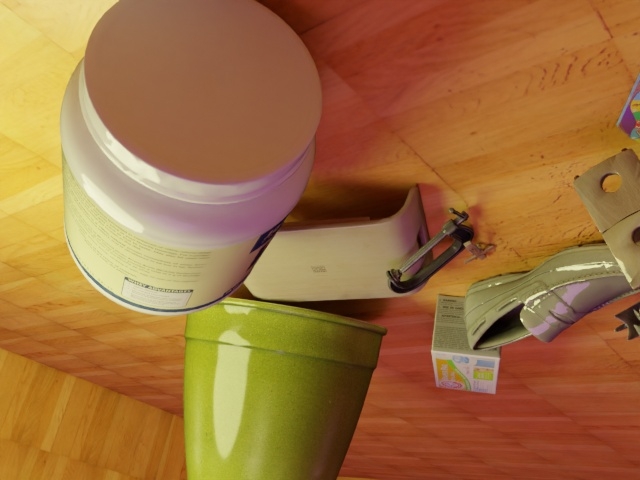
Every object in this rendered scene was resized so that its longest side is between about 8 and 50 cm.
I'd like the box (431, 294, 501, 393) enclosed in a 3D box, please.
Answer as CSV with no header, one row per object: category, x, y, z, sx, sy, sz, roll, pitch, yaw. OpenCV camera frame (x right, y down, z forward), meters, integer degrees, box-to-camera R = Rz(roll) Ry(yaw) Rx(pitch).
box,0.258,0.186,1.187,0.114,0.103,0.203,4,152,15

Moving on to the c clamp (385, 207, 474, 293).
c clamp,0.145,0.017,0.913,0.161,0.022,0.137,-46,151,22

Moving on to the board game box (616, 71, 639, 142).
board game box,0.357,-0.120,0.627,0.133,0.033,0.169,7,153,10

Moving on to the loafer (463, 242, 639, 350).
loafer,0.329,0.090,0.959,0.112,0.112,0.319,23,151,-22

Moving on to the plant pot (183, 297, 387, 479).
plant pot,-0.086,0.303,1.186,0.366,0.353,0.366,8,169,2

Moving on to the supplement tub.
supplement tub,-0.142,-0.073,0.697,0.235,0.236,0.325,18,153,-12

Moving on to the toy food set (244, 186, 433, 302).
toy food set,0.000,0.000,0.969,0.306,0.093,0.220,-4,150,13

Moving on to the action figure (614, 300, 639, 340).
action figure,0.475,0.065,0.816,0.099,0.185,0.285,54,159,18

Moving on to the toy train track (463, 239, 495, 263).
toy train track,0.216,0.011,0.950,0.048,0.014,0.083,-32,153,17

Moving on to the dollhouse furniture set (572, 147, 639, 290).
dollhouse furniture set,0.376,-0.042,0.668,0.183,0.129,0.129,-34,152,26
